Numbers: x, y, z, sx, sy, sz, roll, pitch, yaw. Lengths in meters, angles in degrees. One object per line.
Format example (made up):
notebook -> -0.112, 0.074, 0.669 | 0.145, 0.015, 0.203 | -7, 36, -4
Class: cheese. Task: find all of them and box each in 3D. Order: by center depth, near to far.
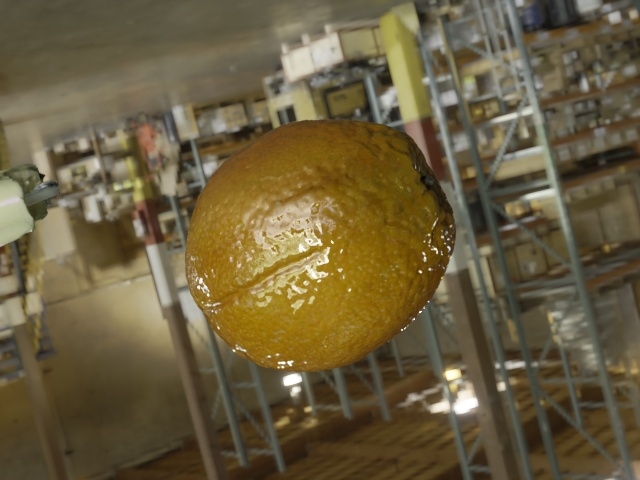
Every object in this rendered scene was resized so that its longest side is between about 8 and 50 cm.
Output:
cheese -> -0.294, -0.002, 0.721 | 0.235, 0.050, 0.127 | -21, -166, -25

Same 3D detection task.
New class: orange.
orange -> 0.000, 0.000, 1.310 | 0.357, 0.322, 0.322 | -32, 174, 29
